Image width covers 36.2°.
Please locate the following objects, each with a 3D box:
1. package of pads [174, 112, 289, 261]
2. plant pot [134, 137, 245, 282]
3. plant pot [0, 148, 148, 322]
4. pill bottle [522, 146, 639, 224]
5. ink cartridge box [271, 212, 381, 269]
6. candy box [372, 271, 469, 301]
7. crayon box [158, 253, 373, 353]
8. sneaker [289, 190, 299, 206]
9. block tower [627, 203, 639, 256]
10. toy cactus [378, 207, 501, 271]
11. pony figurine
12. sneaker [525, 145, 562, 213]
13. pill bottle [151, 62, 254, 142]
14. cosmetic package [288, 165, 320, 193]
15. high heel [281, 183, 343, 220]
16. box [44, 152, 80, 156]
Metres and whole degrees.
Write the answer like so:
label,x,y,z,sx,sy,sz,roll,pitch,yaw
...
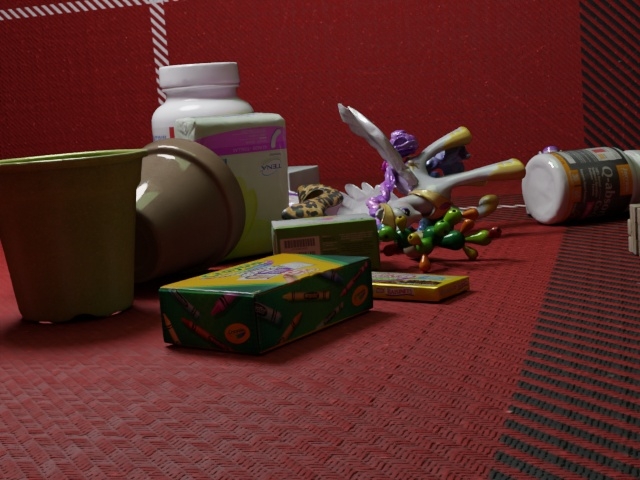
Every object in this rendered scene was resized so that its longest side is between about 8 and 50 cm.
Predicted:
label,x,y,z,sx,sy,sz,roll,pitch,yaw
package of pads,-0.174,-0.111,2.017,0.229,0.296,0.101,-10,13,-38
plant pot,-0.300,-0.035,1.791,0.263,0.263,0.229,-1,20,22
plant pot,-0.401,-0.009,1.569,0.276,0.254,0.276,-5,7,1
pill bottle,0.612,-0.129,2.220,0.278,0.162,0.162,-8,9,-21
ink cartridge box,0.000,0.000,1.861,0.189,0.097,0.255,-5,8,-5
candy box,0.119,0.070,1.542,0.206,0.027,0.105,2,7,35
crayon box,-0.068,0.081,1.364,0.165,0.081,0.278,1,10,35
sneaker,-0.049,-0.071,2.443,0.236,0.095,0.104,-4,15,-6
block tower,0.585,-0.003,1.593,0.097,0.091,0.335,-5,7,3
toy cactus,0.203,0.007,1.790,0.219,0.112,0.180,-9,-10,-17
pony figurine,0.194,-0.128,2.090,0.363,0.303,0.351,-20,38,-23
sneaker,0.555,-0.147,2.402,0.102,0.161,0.282,-1,10,13
pill bottle,-0.250,-0.181,2.163,0.229,0.407,0.229,-5,8,1
cosmetic package,-0.142,-0.132,2.746,0.225,0.138,0.224,-3,8,21
high heel,-0.039,-0.079,2.036,0.186,0.093,0.261,18,17,-34
box,-0.495,-0.042,1.891,0.117,0.243,0.213,-5,9,1
